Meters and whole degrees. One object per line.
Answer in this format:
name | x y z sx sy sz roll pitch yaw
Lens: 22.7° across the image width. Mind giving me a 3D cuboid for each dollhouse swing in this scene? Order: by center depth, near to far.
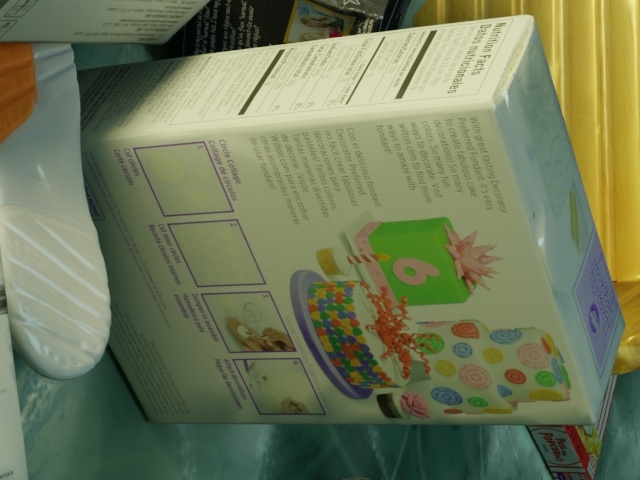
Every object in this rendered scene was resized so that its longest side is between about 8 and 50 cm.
dollhouse swing | 0.170 -0.075 1.296 0.315 0.346 0.305 -21 107 -59

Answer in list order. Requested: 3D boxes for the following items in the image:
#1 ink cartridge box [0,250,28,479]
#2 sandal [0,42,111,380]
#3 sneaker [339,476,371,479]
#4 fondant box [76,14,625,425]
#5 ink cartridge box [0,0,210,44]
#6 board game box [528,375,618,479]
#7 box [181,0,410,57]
ink cartridge box | -0.229 0.034 0.784 0.082 0.139 0.191 -17 101 -58
sandal | -0.191 -0.042 0.920 0.102 0.076 0.265 7 67 -51
sneaker | 0.025 0.344 1.254 0.282 0.102 0.161 -64 143 -41
fondant box | 0.000 0.000 1.004 0.096 0.330 0.238 -60 138 -44
ink cartridge box | -0.206 -0.225 0.914 0.239 0.060 0.275 57 27 11
board game box | 0.282 0.153 1.786 0.147 0.045 0.194 60 39 -39
box | 0.000 -0.212 1.170 0.163 0.142 0.247 102 8 -54
